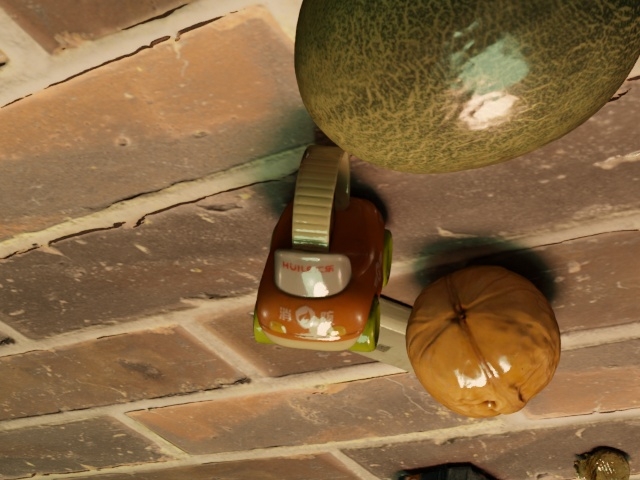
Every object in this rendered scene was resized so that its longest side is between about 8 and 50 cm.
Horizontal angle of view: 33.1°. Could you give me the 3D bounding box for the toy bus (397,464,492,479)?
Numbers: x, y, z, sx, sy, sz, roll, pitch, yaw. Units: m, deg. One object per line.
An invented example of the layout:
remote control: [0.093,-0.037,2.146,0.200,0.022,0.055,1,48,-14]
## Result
toy bus: [0.300,0.558,2.061,0.194,0.161,0.323,-21,138,39]

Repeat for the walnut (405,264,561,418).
walnut: [0.214,0.134,1.397,0.195,0.195,0.221,-6,144,24]

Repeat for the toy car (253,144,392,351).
toy car: [0.000,0.000,1.242,0.145,0.235,0.235,4,147,10]

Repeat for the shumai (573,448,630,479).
shumai: [0.482,0.393,1.852,0.083,0.082,0.080,52,175,-9]

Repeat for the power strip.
power strip: [0.106,0.138,1.565,0.270,0.046,0.118,21,149,-18]

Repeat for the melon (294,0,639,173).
melon: [0.115,-0.178,0.882,0.249,0.248,0.329,28,149,-25]
